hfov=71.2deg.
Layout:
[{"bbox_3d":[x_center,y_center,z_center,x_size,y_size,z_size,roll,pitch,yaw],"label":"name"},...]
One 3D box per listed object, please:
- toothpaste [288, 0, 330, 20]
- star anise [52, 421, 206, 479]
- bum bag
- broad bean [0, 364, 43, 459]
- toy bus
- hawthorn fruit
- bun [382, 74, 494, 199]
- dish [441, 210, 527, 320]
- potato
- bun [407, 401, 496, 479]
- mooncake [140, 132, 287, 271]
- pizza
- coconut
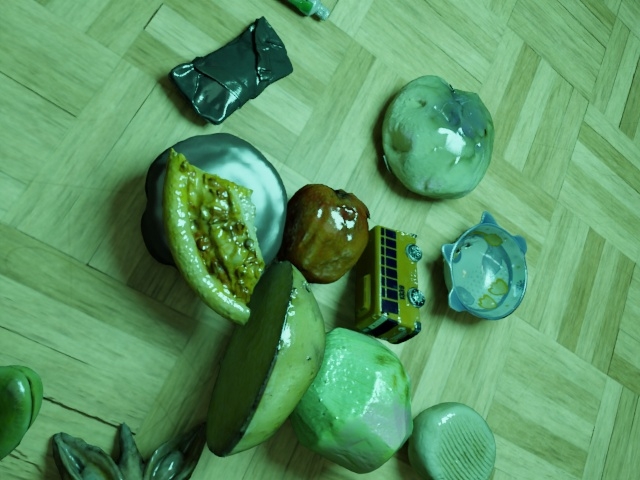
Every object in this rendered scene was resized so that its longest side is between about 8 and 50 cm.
[{"bbox_3d":[-0.089,-0.517,0.881,0.247,0.047,0.078,30,71,-15],"label":"toothpaste"},{"bbox_3d":[-0.252,0.399,0.625,0.349,0.109,0.293,2,53,-24],"label":"star anise"},{"bbox_3d":[-0.151,-0.314,0.820,0.123,0.060,0.248,48,68,-10],"label":"bum bag"},{"bbox_3d":[-0.492,0.244,0.607,0.206,0.072,0.153,-21,90,-13],"label":"broad bean"},{"bbox_3d":[0.123,0.081,0.838,0.114,0.098,0.201,16,57,-18],"label":"toy bus"},{"bbox_3d":[0.007,-0.012,0.797,0.173,0.173,0.179,9,80,-22],"label":"hawthorn fruit"},{"bbox_3d":[0.260,-0.214,0.931,0.272,0.168,0.273,7,74,-27],"label":"bun"},{"bbox_3d":[0.338,0.057,0.972,0.236,0.086,0.228,-9,86,-24],"label":"dish"},{"bbox_3d":[-0.075,0.186,0.702,0.116,0.239,0.299,29,68,-25],"label":"potato"},{"bbox_3d":[0.248,0.403,0.877,0.166,0.113,0.173,-5,87,-17],"label":"bun"},{"bbox_3d":[-0.174,-0.047,0.736,0.244,0.133,0.245,3,84,-24],"label":"mooncake"},{"bbox_3d":[-0.152,-0.003,0.651,0.134,0.056,0.271,-11,99,-17],"label":"pizza"},{"bbox_3d":[0.061,0.275,0.764,0.235,0.236,0.205,28,101,-18],"label":"coconut"}]
